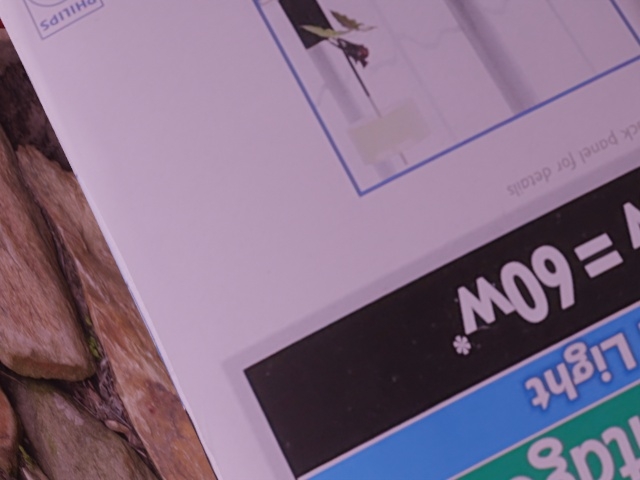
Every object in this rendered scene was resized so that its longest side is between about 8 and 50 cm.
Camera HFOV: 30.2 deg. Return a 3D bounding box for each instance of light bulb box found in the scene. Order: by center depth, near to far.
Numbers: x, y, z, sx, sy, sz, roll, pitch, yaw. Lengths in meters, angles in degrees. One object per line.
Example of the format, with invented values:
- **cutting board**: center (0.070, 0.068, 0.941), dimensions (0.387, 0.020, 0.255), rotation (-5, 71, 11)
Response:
- **light bulb box**: center (0.060, 0.041, 0.570), dimensions (0.361, 0.225, 0.358), rotation (62, 178, 19)

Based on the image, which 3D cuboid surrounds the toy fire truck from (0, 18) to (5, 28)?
- **toy fire truck**: center (-0.401, -0.310, 1.144), dimensions (0.254, 0.169, 0.302), rotation (26, 143, 6)
